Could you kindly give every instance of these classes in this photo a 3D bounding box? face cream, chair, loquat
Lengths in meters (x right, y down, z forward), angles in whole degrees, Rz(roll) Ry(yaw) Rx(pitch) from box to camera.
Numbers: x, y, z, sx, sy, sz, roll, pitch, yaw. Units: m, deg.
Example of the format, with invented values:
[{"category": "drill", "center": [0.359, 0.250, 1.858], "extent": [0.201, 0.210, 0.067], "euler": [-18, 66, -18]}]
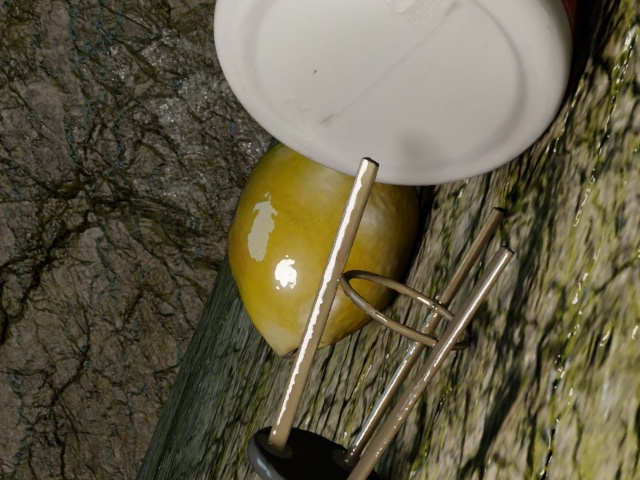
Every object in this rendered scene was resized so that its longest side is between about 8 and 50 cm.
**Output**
[{"category": "face cream", "center": [0.054, -0.161, 0.691], "extent": [0.201, 0.201, 0.187], "euler": [121, 167, -52]}, {"category": "chair", "center": [0.026, 0.071, 0.660], "extent": [0.104, 0.095, 0.221], "euler": [-52, -15, -75]}, {"category": "loquat", "center": [0.000, 0.000, 0.882], "extent": [0.152, 0.152, 0.195], "euler": [124, 157, -60]}]
